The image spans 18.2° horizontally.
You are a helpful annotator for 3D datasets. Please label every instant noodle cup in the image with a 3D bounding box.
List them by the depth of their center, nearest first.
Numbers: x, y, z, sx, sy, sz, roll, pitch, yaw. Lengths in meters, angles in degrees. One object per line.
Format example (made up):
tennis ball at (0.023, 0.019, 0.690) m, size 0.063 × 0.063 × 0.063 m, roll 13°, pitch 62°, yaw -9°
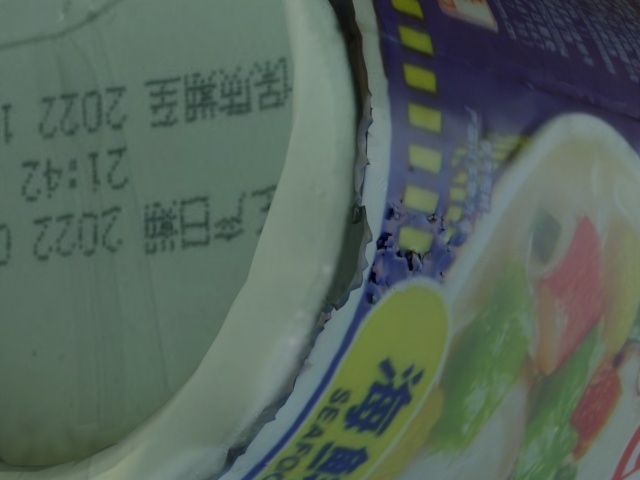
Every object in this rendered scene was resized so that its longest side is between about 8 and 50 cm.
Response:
instant noodle cup at (0.000, 0.000, 0.605) m, size 0.284 × 0.284 × 0.312 m, roll -18°, pitch 163°, yaw 26°
